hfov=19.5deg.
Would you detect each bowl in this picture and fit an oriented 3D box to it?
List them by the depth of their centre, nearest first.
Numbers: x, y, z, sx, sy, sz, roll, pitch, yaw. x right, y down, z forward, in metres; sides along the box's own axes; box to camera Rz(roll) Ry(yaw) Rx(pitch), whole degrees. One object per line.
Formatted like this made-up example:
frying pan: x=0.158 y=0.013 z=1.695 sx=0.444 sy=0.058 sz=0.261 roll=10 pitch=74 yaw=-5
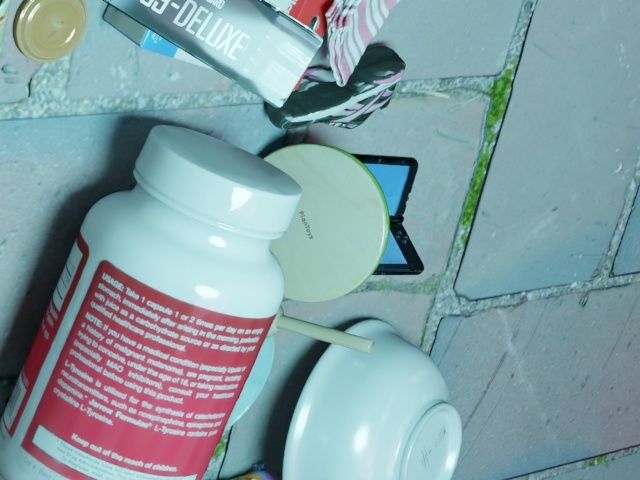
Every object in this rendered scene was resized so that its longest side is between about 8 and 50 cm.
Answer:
bowl: x=0.088 y=0.258 z=2.356 sx=0.298 sy=0.134 sz=0.297 roll=-33 pitch=131 yaw=-48

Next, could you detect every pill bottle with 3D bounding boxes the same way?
pill bottle: x=-0.178 y=0.095 z=1.987 sx=0.229 sy=0.229 sz=0.407 roll=10 pitch=110 yaw=-46

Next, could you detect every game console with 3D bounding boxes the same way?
game console: x=0.073 y=-0.029 z=2.252 sx=0.144 sy=0.124 sz=0.085 roll=1 pitch=143 yaw=-43

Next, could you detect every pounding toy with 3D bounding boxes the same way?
pounding toy: x=0.000 y=0.000 z=2.159 sx=0.110 sy=0.183 sz=0.236 roll=-26 pitch=121 yaw=-72

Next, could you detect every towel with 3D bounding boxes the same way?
towel: x=0.067 y=-0.277 z=2.049 sx=0.197 sy=0.029 sz=0.144 roll=-56 pitch=165 yaw=-17

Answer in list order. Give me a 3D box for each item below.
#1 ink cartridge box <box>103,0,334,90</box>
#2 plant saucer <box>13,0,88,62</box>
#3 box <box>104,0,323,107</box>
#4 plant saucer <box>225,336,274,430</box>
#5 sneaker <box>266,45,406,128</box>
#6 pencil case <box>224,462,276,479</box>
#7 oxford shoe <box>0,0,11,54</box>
ink cartridge box: x=-0.097 y=-0.248 z=1.941 sx=0.231 sy=0.078 sz=0.134 roll=13 pitch=108 yaw=-47
plant saucer: x=-0.267 y=-0.215 z=1.854 sx=0.083 sy=0.013 sz=0.083 roll=-23 pitch=131 yaw=-29
box: x=-0.154 y=-0.237 z=1.664 sx=0.242 sy=0.307 sz=0.076 roll=30 pitch=95 yaw=-23
plant saucer: x=-0.143 y=0.153 z=2.208 sx=0.195 sy=0.037 sz=0.195 roll=-25 pitch=132 yaw=-30
sneaker: x=0.021 y=-0.154 z=2.128 sx=0.178 sy=0.072 sz=0.077 roll=-19 pitch=140 yaw=-26
pencil case: x=-0.144 y=0.348 z=2.297 sx=0.236 sy=0.104 sz=0.104 roll=-13 pitch=125 yaw=-38
oxford shoe: x=-0.347 y=-0.202 z=1.684 sx=0.140 sy=0.146 sz=0.397 roll=-25 pitch=132 yaw=-29
